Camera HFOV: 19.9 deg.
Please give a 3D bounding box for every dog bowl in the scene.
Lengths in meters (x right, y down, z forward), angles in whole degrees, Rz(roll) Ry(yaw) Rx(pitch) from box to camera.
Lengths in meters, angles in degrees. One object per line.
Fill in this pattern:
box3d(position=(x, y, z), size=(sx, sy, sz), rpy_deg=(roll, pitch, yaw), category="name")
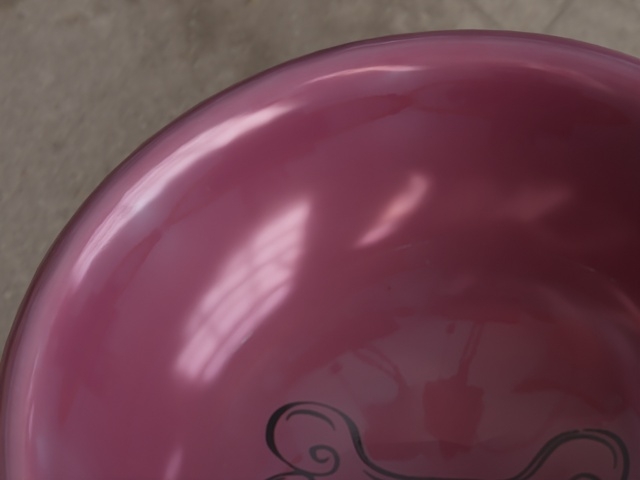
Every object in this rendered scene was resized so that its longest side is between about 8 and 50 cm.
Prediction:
box3d(position=(0.051, 0.089, 0.724), size=(0.408, 0.150, 0.408), rpy_deg=(-4, 57, 7), category="dog bowl")
